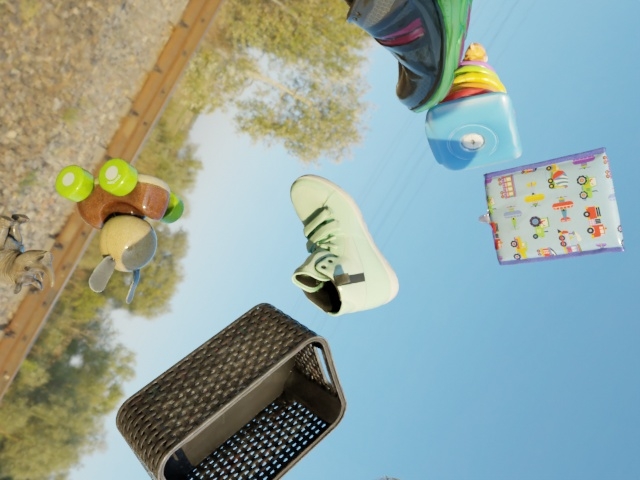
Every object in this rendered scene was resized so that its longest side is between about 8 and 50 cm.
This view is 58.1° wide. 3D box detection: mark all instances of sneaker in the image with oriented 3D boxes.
[{"bbox_3d":[0.139,-0.391,0.929,0.482,0.202,0.185,69,35,-64],"label":"sneaker"},{"bbox_3d":[0.001,0.000,0.884,0.151,0.255,0.094,-13,150,-47],"label":"sneaker"}]

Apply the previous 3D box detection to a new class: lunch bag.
[{"bbox_3d":[0.503,-0.068,1.298,0.293,0.220,0.138,-10,-178,27],"label":"lunch bag"}]

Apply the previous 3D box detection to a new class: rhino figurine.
[{"bbox_3d":[-0.499,0.008,0.900,0.106,0.243,0.073,-62,165,8],"label":"rhino figurine"}]

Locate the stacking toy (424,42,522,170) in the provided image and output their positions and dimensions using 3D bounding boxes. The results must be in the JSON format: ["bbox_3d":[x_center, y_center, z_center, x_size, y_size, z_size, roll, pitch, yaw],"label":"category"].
[{"bbox_3d":[0.308,-0.303,1.168,0.166,0.175,0.301,-8,-129,25],"label":"stacking toy"}]

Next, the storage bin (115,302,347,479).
[{"bbox_3d":[-0.075,0.158,0.528,0.180,0.122,0.084,-36,-142,-28],"label":"storage bin"}]

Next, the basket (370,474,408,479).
[{"bbox_3d":[0.138,0.370,0.725,0.113,0.167,0.103,38,58,-64],"label":"basket"}]

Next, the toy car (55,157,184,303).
[{"bbox_3d":[-0.305,-0.004,0.870,0.155,0.149,0.188,42,46,-64],"label":"toy car"}]
